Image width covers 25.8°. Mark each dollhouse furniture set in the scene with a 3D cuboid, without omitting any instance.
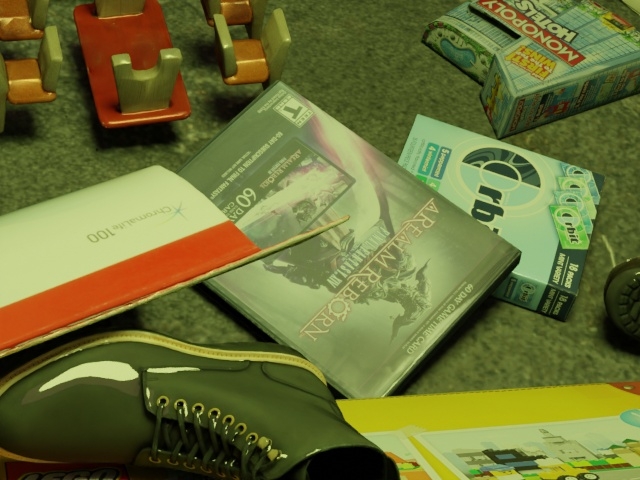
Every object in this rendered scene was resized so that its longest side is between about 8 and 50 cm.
[{"bbox_3d":[-0.186,-0.206,1.292,0.262,0.135,0.259,-7,56,-15],"label":"dollhouse furniture set"}]

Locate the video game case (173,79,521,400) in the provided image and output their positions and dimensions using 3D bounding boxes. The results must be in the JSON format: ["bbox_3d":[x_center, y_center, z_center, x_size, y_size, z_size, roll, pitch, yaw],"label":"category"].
[{"bbox_3d":[0.000,0.000,1.167,0.274,0.026,0.196,36,66,21],"label":"video game case"}]

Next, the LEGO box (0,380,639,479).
[{"bbox_3d":[0.060,0.230,0.767,0.500,0.193,0.372,-2,12,-14],"label":"LEGO box"}]

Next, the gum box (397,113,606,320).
[{"bbox_3d":[0.150,-0.024,1.247,0.184,0.041,0.157,18,47,5],"label":"gum box"}]

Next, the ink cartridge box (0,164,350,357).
[{"bbox_3d":[-0.206,0.023,0.913,0.308,0.385,0.091,-21,93,-30],"label":"ink cartridge box"}]

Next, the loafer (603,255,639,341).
[{"bbox_3d":[0.330,0.042,1.214,0.220,0.080,0.078,0,25,-26],"label":"loafer"}]

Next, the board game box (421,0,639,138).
[{"bbox_3d":[0.208,-0.188,1.402,0.194,0.060,0.194,39,50,23],"label":"board game box"}]

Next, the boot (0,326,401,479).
[{"bbox_3d":[-0.067,0.101,0.734,0.198,0.076,0.137,-5,19,-24],"label":"boot"}]

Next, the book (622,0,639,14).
[{"bbox_3d":[0.413,-0.278,1.554,0.144,0.035,0.096,-28,56,-33],"label":"book"}]
